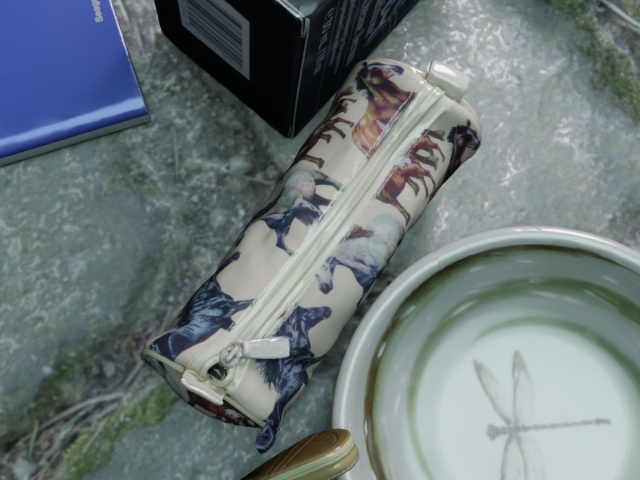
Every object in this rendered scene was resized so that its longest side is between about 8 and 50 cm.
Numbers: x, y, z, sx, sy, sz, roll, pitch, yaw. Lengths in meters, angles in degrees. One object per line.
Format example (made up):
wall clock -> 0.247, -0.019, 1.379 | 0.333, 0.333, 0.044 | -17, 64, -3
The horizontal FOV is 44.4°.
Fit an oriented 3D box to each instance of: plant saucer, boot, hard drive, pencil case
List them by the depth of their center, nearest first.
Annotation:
boot -> -0.011, 0.285, 0.740 | 0.213, 0.077, 0.165 | -39, 83, 29
plant saucer -> 0.214, 0.188, 0.787 | 0.400, 0.100, 0.401 | -1, 79, 7
pencil case -> 0.000, 0.000, 0.789 | 0.160, 0.183, 0.410 | 39, 76, -13
hard drive -> -0.375, -0.186, 0.872 | 0.318, 0.040, 0.210 | -18, 79, -8

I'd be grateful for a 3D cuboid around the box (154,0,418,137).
box -> 0.025, -0.351, 0.811 | 0.212, 0.293, 0.395 | 40, 78, 4
